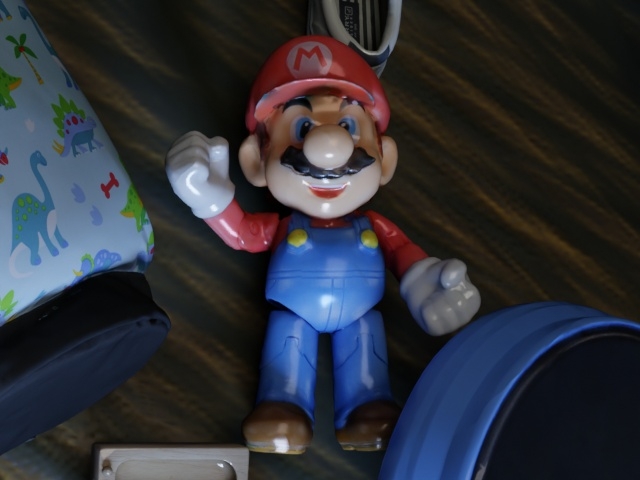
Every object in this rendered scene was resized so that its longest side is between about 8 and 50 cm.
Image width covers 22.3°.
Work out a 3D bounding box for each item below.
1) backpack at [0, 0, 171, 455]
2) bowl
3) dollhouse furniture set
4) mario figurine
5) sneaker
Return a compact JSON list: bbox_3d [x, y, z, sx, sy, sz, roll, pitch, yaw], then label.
[{"bbox_3d":[-0.272,-0.045,1.083,0.355,0.273,0.290,50,30,11],"label":"backpack"},{"bbox_3d":[0.197,0.240,1.241,0.391,0.077,0.391,4,85,-43],"label":"bowl"},{"bbox_3d":[-0.083,0.228,1.153,0.144,0.123,0.151,3,91,-22],"label":"dollhouse furniture set"},{"bbox_3d":[0.000,0.000,1.228,0.198,0.170,0.320,2,82,-45],"label":"mario figurine"},{"bbox_3d":[0.031,-0.253,1.344,0.094,0.091,0.258,-2,79,-24],"label":"sneaker"}]
